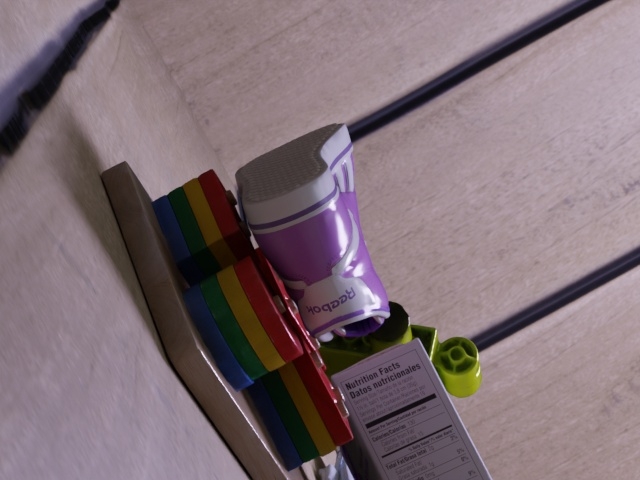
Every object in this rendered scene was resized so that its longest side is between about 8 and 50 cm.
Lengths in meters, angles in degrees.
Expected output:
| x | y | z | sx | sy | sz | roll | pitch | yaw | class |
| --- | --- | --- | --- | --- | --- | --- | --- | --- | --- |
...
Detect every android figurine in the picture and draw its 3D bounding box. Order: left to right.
| x | y | z | sx | sy | sz | roll | pitch | yaw | class |
| --- | --- | --- | --- | --- | --- | --- | --- | --- | --- |
| 0.039 | 0.122 | 1.815 | 0.273 | 0.248 | 0.056 | 69 | 31 | -65 | android figurine |

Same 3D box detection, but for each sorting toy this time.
| x | y | z | sx | sy | sz | roll | pitch | yaw | class |
| --- | --- | --- | --- | --- | --- | --- | --- | --- | --- |
| -0.060 | 0.078 | 1.487 | 0.257 | 0.089 | 0.255 | 60 | 2 | -41 | sorting toy |

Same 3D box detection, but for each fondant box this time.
| x | y | z | sx | sy | sz | roll | pitch | yaw | class |
| --- | --- | --- | --- | --- | --- | --- | --- | --- | --- |
| 0.122 | 0.285 | 1.676 | 0.238 | 0.096 | 0.330 | 84 | -18 | -66 | fondant box |

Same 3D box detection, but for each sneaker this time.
| x | y | z | sx | sy | sz | roll | pitch | yaw | class |
| --- | --- | --- | --- | --- | --- | --- | --- | --- | --- |
| -0.001 | 0.000 | 1.532 | 0.282 | 0.102 | 0.161 | -75 | 140 | -72 | sneaker |

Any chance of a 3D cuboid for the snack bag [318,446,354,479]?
| x | y | z | sx | sy | sz | roll | pitch | yaw | class |
| --- | --- | --- | --- | --- | --- | --- | --- | --- | --- |
| 0.085 | 0.373 | 1.932 | 0.323 | 0.037 | 0.342 | 62 | 2 | -9 | snack bag |
